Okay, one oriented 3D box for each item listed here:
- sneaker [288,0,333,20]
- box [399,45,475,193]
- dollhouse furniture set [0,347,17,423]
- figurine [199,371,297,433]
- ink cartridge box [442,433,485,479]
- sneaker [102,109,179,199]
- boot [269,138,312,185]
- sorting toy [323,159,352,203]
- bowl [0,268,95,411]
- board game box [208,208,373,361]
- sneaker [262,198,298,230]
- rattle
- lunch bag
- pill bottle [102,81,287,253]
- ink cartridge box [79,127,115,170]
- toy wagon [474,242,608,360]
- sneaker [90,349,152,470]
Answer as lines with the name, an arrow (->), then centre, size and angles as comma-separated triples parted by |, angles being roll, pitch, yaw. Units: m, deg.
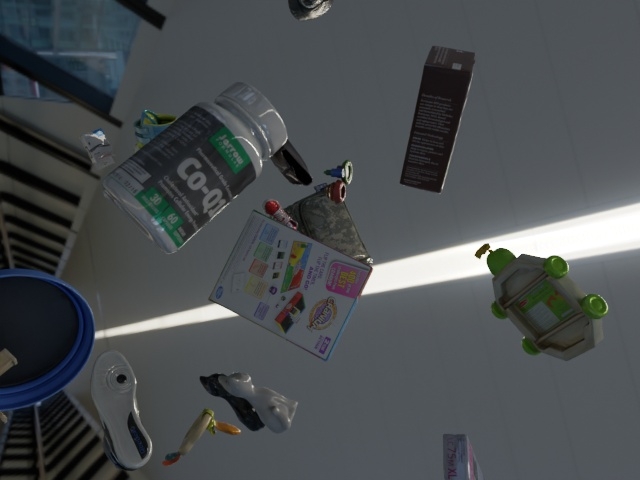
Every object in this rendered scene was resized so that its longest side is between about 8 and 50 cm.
sneaker -> -0.007, -0.550, 1.118 | 0.341, 0.139, 0.125 | -43, 134, -71
box -> 0.345, -0.355, 1.557 | 0.191, 0.143, 0.381 | -63, 165, -52
dollhouse furniture set -> -0.563, 0.266, 0.849 | 0.101, 0.182, 0.161 | 46, -34, -1
figurine -> -0.192, 0.401, 1.335 | 0.209, 0.092, 0.215 | 40, -32, -18
ink cartridge box -> 0.331, 0.587, 1.169 | 0.186, 0.065, 0.311 | -78, 153, -42
sneaker -> -0.522, -0.260, 1.519 | 0.127, 0.319, 0.208 | 57, -8, 50
boot -> -0.111, -0.258, 1.436 | 0.248, 0.090, 0.207 | 52, -3, -14
sorting toy -> 0.032, -0.125, 1.069 | 0.061, 0.042, 0.102 | 67, 35, -52
bowl -> -0.791, 0.251, 1.341 | 0.077, 0.391, 0.391 | 32, -55, 48
board game box -> -0.069, 0.103, 1.230 | 0.242, 0.316, 0.064 | -63, 170, -2
sneaker -> -0.097, -0.057, 1.310 | 0.067, 0.042, 0.118 | 43, -3, 37
rattle -> -0.369, 0.634, 1.612 | 0.130, 0.200, 0.143 | -17, -57, 48
lunch bag -> 0.000, 0.000, 1.673 | 0.305, 0.256, 0.212 | 65, 6, 12
pill bottle -> -0.255, -0.161, 1.107 | 0.204, 0.361, 0.204 | 40, -17, 15
ink cartridge box -> -0.505, -0.208, 1.193 | 0.028, 0.048, 0.083 | 1, -60, 49
toy wagon -> 0.527, 0.133, 1.293 | 0.344, 0.068, 0.267 | 52, -30, 17
sneaker -> -0.385, 0.324, 0.973 | 0.121, 0.079, 0.217 | -44, -117, 47
